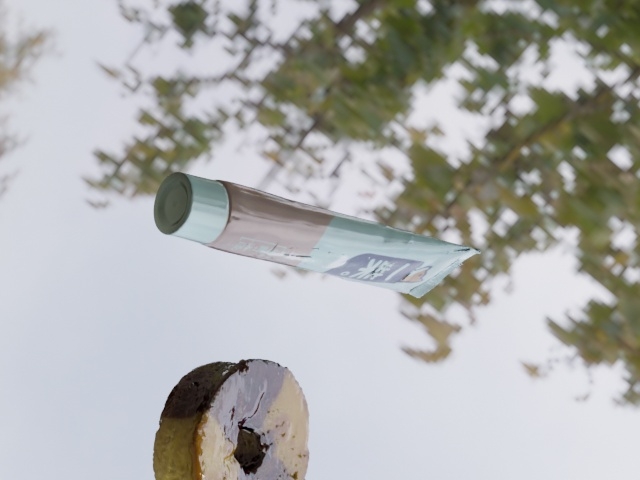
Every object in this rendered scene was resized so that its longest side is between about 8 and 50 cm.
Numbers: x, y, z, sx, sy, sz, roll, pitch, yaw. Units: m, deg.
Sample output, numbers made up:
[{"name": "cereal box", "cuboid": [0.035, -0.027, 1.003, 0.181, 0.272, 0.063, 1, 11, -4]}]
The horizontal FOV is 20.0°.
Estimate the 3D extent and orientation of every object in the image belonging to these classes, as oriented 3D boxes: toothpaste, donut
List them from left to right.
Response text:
[{"name": "donut", "cuboid": [-0.064, 0.147, 1.280, 0.059, 0.140, 0.140, 4, -122, 32]}, {"name": "toothpaste", "cuboid": [0.000, 0.000, 0.999, 0.056, 0.205, 0.036, -35, -125, 37]}]
